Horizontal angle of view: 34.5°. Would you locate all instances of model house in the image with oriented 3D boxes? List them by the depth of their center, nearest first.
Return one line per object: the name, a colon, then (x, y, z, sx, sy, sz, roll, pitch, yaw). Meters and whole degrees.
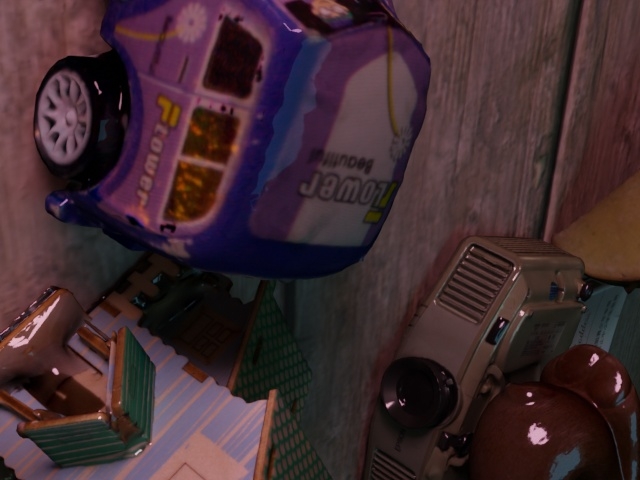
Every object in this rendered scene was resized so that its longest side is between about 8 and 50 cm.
model house: (-0.087, 0.137, 0.584, 0.271, 0.206, 0.178, -43, 139, -21)

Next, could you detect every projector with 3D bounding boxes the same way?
projector: (0.138, 0.130, 0.928, 0.193, 0.088, 0.270, 2, 112, -52)

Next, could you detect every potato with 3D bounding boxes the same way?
potato: (0.407, -0.031, 1.018, 0.269, 0.112, 0.255, -40, 154, 31)

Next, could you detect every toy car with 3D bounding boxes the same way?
toy car: (-0.028, -0.091, 0.545, 0.172, 0.158, 0.235, 0, 112, -48)

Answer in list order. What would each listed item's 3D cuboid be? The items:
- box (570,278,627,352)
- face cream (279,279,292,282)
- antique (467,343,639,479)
box: (0.259, 0.099, 1.093, 0.198, 0.029, 0.109, -14, 122, -45)
face cream: (0.000, 0.000, 0.745, 0.083, 0.021, 0.040, -26, 131, -36)
antique: (0.188, 0.226, 0.880, 0.143, 0.121, 0.257, -24, 131, -35)
